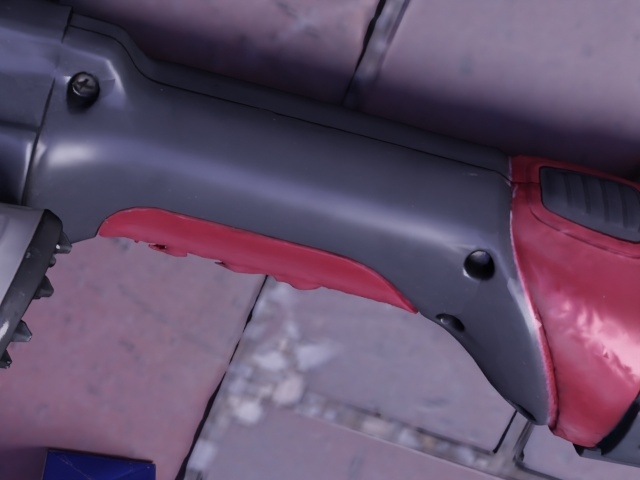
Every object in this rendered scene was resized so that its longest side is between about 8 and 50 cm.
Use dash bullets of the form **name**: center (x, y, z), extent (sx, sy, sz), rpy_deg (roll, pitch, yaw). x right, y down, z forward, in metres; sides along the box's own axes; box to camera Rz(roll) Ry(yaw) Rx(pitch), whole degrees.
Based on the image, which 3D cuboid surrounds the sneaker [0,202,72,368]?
- **sneaker**: center (-0.164, 0.042, 0.471), extent (0.106, 0.078, 0.234), rpy_deg (27, 140, -12)

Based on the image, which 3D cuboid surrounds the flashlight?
- **flashlight**: center (0.000, 0.000, 0.494), extent (0.304, 0.103, 0.103), rpy_deg (13, 85, -6)

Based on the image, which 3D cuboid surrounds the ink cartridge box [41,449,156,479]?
- **ink cartridge box**: center (-0.101, 0.194, 0.560), extent (0.046, 0.097, 0.207), rpy_deg (9, 111, -8)
